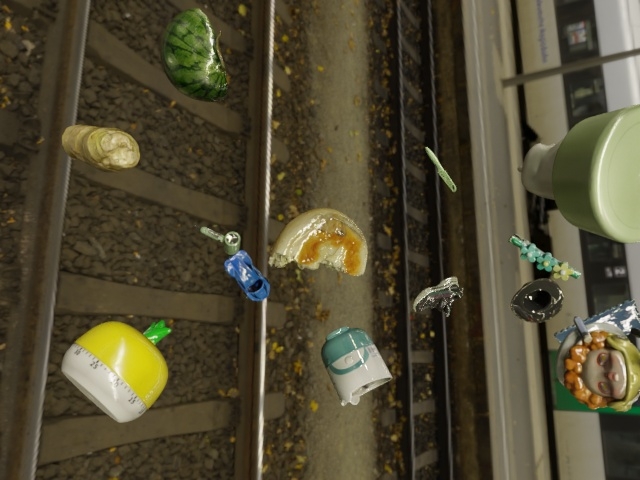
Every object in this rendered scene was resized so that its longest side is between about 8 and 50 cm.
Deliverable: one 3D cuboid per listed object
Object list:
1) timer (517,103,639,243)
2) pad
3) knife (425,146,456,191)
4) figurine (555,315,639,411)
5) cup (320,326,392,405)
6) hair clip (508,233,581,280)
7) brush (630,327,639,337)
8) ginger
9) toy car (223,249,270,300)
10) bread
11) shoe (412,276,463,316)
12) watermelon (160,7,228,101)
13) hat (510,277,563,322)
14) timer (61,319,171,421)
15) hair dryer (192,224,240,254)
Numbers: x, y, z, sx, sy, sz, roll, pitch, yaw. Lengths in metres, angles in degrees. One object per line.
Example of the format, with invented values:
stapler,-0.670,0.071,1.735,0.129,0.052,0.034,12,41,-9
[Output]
timer,0.608,-0.159,1.189,0.291,0.315,0.290,-4,101,-23
pad,0.944,0.306,1.715,0.269,0.270,0.012,42,24,-43
knife,0.463,-0.274,1.965,0.207,0.030,0.014,55,40,0
figurine,0.816,0.354,1.303,0.205,0.382,0.224,-4,106,-40
cup,0.138,0.494,2.011,0.257,0.219,0.289,62,3,25
hair clip,0.503,0.044,1.151,0.049,0.173,0.049,-54,168,-17
brush,0.863,0.257,1.331,0.193,0.016,0.062,-34,121,-85
ginger,-0.524,-0.220,1.227,0.117,0.263,0.109,-18,115,-48
toy car,-0.255,0.133,1.803,0.103,0.063,0.216,-38,115,-8
bread,-0.002,-0.004,1.521,0.314,0.171,0.191,5,100,-31
shoe,0.369,0.188,1.557,0.099,0.169,0.071,58,-3,28
watermelon,-0.298,-0.415,1.165,0.127,0.232,0.204,-18,137,-22
hat,0.462,0.123,1.100,0.050,0.121,0.121,-85,155,-58
timer,-0.512,0.315,1.367,0.285,0.286,0.284,20,67,-59
hair dryer,-0.303,-0.011,1.463,0.071,0.150,0.047,115,-1,-60
